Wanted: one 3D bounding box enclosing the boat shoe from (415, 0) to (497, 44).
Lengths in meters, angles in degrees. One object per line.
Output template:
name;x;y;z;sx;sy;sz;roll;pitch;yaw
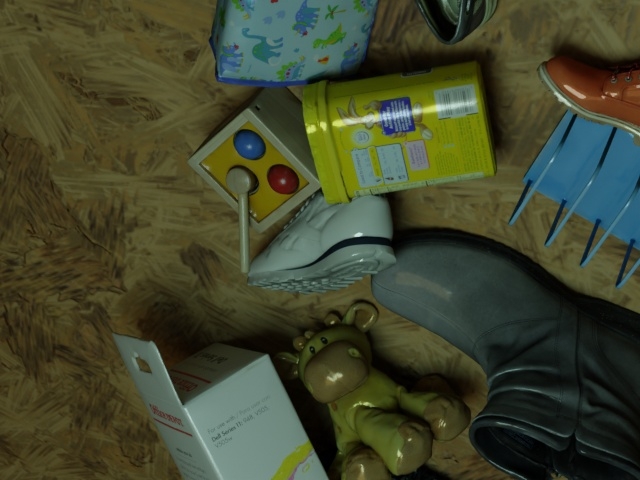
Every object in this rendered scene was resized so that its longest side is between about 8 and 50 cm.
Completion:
boat shoe;0.101;-0.280;1.264;0.080;0.073;0.224;-5;122;28

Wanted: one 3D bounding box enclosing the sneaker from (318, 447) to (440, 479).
sneaker;0.107;0.316;1.682;0.267;0.101;0.106;9;124;19

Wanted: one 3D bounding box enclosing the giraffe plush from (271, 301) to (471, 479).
giraffe plush;0.044;0.167;1.587;0.170;0.181;0.210;57;162;-7

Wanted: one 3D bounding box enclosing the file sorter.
file sorter;0.280;-0.032;1.342;0.170;0.104;0.118;30;132;2

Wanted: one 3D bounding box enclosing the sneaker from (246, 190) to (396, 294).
sneaker;0.000;0.000;1.520;0.235;0.090;0.095;-20;70;50

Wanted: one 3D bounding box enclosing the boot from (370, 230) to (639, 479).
boot;0.183;0.123;1.422;0.338;0.223;0.118;18;130;12

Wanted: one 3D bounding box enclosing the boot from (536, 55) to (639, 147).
boot;0.279;-0.143;1.296;0.157;0.059;0.085;24;128;-3

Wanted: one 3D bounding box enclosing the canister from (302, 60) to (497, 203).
canister;0.079;-0.105;1.373;0.169;0.073;0.126;-8;130;10

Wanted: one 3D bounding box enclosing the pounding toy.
pounding toy;-0.064;-0.066;1.482;0.130;0.100;0.141;45;130;-10

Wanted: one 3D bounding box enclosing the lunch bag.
lunch bag;-0.021;-0.218;1.358;0.151;0.096;0.129;4;132;-14

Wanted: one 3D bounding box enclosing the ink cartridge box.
ink cartridge box;-0.093;0.238;1.624;0.354;0.119;0.207;64;161;-10
